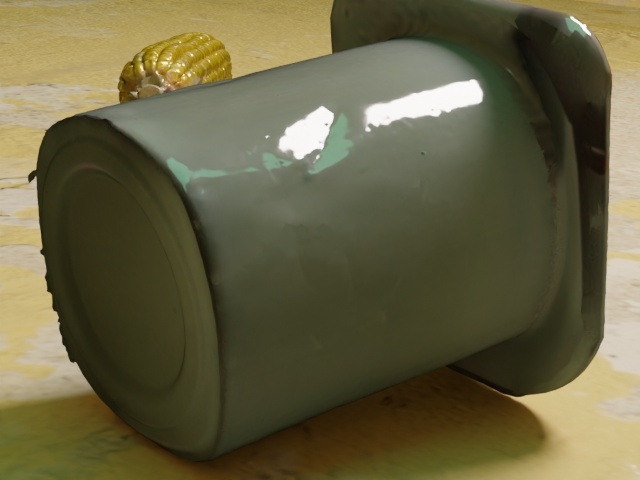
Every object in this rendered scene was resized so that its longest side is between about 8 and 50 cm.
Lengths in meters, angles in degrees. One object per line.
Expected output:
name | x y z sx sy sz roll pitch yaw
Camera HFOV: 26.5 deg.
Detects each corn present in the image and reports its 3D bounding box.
corn | -0.129 -0.145 1.232 0.080 0.080 0.238 5 13 5

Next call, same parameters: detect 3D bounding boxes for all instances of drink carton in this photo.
drink carton | 0.000 0.000 0.584 0.190 0.191 0.185 -21 30 -35
